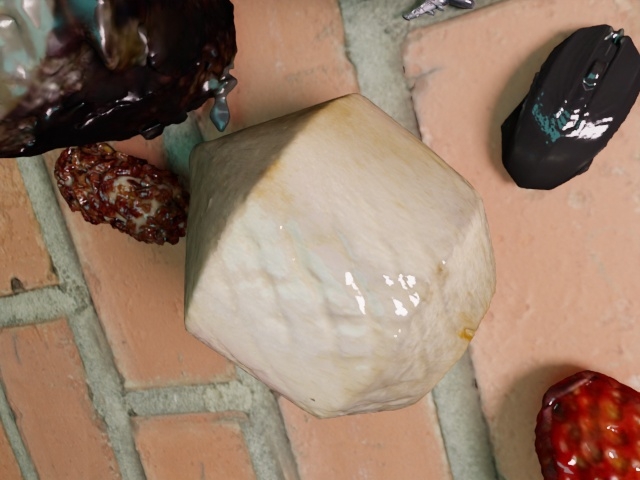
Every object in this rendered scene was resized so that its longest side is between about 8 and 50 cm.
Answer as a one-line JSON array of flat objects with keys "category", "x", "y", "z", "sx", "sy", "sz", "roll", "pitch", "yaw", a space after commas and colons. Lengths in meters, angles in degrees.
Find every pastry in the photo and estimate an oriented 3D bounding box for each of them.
[{"category": "pastry", "x": -0.269, "y": -0.065, "z": 0.720, "sx": 0.208, "sy": 0.097, "sz": 0.115, "roll": 23, "pitch": 129, "yaw": 18}]

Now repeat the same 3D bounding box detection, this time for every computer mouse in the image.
[{"category": "computer mouse", "x": 0.240, "y": -0.124, "z": 0.518, "sx": 0.099, "sy": 0.057, "sz": 0.172, "roll": 30, "pitch": 112, "yaw": 10}]

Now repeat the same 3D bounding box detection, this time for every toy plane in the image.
[{"category": "toy plane", "x": 0.120, "y": -0.258, "z": 0.549, "sx": 0.083, "sy": 0.031, "sz": 0.079, "roll": 31, "pitch": 101, "yaw": 16}]

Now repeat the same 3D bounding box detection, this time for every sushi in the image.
[{"category": "sushi", "x": -0.271, "y": -0.238, "z": 0.576, "sx": 0.299, "sy": 0.294, "sz": 0.281, "roll": -7, "pitch": 98, "yaw": 23}]

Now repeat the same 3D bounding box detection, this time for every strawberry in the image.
[{"category": "strawberry", "x": 0.312, "y": 0.250, "z": 0.530, "sx": 0.205, "sy": 0.205, "sz": 0.244, "roll": -37, "pitch": 68, "yaw": 27}]

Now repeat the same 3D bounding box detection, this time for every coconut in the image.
[{"category": "coconut", "x": 0.000, "y": 0.000, "z": 0.531, "sx": 0.328, "sy": 0.329, "sz": 0.329, "roll": 6, "pitch": 106, "yaw": 22}]
